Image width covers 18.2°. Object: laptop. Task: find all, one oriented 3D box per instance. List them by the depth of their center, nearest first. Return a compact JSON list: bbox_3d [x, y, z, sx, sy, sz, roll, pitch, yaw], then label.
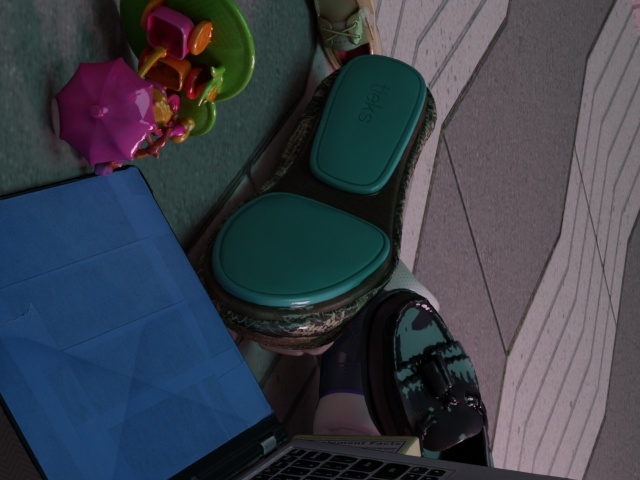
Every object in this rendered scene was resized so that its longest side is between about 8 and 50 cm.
[{"bbox_3d":[-0.033,0.097,1.453,0.382,0.407,0.236,-24,119,-69],"label":"laptop"}]

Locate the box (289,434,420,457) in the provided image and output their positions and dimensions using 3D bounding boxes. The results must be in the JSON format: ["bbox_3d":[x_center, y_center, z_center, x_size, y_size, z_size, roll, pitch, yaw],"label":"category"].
[{"bbox_3d":[0.003,0.302,1.649,0.243,0.117,0.214,-40,126,-63],"label":"box"}]

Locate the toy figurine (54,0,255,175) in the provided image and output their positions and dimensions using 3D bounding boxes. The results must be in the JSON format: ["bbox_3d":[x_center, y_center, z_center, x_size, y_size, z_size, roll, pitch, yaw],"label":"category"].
[{"bbox_3d":[-0.149,-0.111,1.595,0.159,0.130,0.173,-49,160,-41],"label":"toy figurine"}]

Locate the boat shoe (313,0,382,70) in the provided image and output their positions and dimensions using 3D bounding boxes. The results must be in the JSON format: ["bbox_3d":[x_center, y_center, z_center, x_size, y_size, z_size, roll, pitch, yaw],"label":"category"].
[{"bbox_3d":[0.029,-0.219,2.073,0.170,0.063,0.059,63,27,-50],"label":"boat shoe"}]

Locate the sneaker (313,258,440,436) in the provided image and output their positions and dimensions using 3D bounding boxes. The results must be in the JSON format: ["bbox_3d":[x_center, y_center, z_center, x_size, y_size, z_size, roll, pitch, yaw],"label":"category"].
[{"bbox_3d":[0.079,0.158,2.052,0.323,0.130,0.236,72,28,-54],"label":"sneaker"}]

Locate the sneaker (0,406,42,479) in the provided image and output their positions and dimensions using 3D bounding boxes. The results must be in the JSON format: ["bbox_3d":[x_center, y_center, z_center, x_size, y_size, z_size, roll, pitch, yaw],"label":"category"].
[{"bbox_3d":[-0.175,0.236,1.510,0.169,0.108,0.293,-78,154,-84],"label":"sneaker"}]

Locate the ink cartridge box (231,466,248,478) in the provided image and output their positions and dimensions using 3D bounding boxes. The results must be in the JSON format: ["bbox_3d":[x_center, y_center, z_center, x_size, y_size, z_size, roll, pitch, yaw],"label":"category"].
[{"bbox_3d":[-0.104,0.303,1.666,0.160,0.092,0.219,7,82,-68],"label":"ink cartridge box"}]

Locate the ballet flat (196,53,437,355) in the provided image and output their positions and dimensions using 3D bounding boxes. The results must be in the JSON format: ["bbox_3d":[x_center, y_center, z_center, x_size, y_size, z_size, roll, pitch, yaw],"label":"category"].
[{"bbox_3d":[0.000,0.000,1.902,0.483,0.164,0.182,-62,170,-54],"label":"ballet flat"}]

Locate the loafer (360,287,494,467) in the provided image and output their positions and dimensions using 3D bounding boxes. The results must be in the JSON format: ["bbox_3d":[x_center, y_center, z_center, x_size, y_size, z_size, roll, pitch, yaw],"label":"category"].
[{"bbox_3d":[0.119,0.188,1.787,0.109,0.095,0.303,-23,108,-31],"label":"loafer"}]
